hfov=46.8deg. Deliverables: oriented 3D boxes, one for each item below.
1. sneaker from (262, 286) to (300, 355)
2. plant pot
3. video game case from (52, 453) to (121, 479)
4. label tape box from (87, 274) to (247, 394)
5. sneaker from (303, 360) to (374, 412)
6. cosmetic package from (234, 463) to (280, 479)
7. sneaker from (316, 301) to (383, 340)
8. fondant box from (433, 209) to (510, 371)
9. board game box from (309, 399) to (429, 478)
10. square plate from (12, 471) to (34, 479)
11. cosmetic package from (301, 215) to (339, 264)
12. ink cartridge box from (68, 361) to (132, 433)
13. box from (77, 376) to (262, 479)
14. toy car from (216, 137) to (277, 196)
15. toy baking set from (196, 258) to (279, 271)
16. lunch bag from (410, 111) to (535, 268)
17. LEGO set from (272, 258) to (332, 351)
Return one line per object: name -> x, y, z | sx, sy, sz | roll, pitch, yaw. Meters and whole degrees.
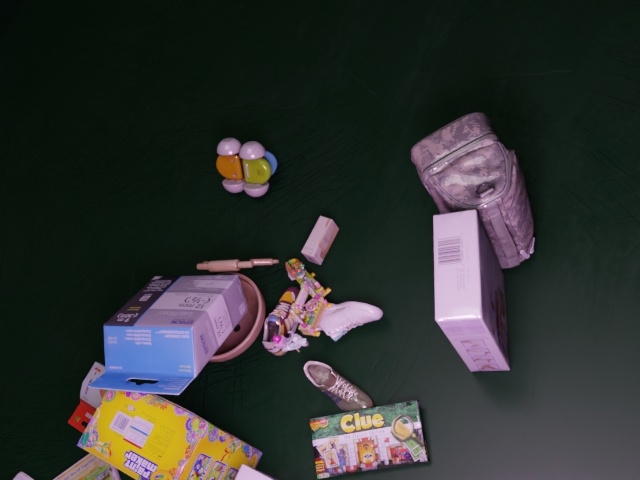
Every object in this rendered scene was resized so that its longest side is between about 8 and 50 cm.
sneaker -> -0.096, 0.195, 1.879 | 0.069, 0.084, 0.186 | 2, 64, 25
plant pot -> -0.237, 0.210, 1.919 | 0.237, 0.110, 0.237 | -11, 59, 20
video game case -> -0.604, 0.666, 1.884 | 0.227, 0.026, 0.206 | -36, 55, 3
label tape box -> -0.360, 0.209, 1.735 | 0.249, 0.115, 0.348 | -1, 25, 23
sneaker -> 0.034, 0.343, 1.736 | 0.192, 0.086, 0.064 | 29, 78, 33
cosmetic package -> -0.115, 0.623, 1.564 | 0.138, 0.224, 0.225 | 14, 70, 30
sneaker -> 0.056, 0.201, 1.820 | 0.212, 0.080, 0.094 | -4, 66, 34
fondant box -> 0.326, 0.118, 1.580 | 0.096, 0.330, 0.238 | -8, 60, 22
board game box -> 0.107, 0.448, 1.666 | 0.259, 0.030, 0.136 | -15, 68, 16
square plate -> -0.744, 0.800, 1.838 | 0.344, 0.049, 0.347 | 15, 74, 34
cosmetic package -> 0.000, 0.000, 1.960 | 0.041, 0.060, 0.115 | 18, 73, 30
ink cartridge box -> -0.602, 0.435, 2.000 | 0.145, 0.045, 0.179 | 20, 70, 32
box -> -0.339, 0.481, 1.711 | 0.289, 0.279, 0.177 | 16, 70, 31
toy car -> -0.205, -0.222, 2.142 | 0.182, 0.159, 0.136 | 12, 32, 30
toy baking set -> -0.228, 0.069, 1.951 | 0.256, 0.196, 0.030 | -4, 86, 20
lunch bag -> 0.372, -0.098, 1.703 | 0.212, 0.305, 0.256 | -26, 51, 10
LEGO set -> -0.052, 0.126, 1.811 | 0.132, 0.107, 0.287 | -18, 44, 21
